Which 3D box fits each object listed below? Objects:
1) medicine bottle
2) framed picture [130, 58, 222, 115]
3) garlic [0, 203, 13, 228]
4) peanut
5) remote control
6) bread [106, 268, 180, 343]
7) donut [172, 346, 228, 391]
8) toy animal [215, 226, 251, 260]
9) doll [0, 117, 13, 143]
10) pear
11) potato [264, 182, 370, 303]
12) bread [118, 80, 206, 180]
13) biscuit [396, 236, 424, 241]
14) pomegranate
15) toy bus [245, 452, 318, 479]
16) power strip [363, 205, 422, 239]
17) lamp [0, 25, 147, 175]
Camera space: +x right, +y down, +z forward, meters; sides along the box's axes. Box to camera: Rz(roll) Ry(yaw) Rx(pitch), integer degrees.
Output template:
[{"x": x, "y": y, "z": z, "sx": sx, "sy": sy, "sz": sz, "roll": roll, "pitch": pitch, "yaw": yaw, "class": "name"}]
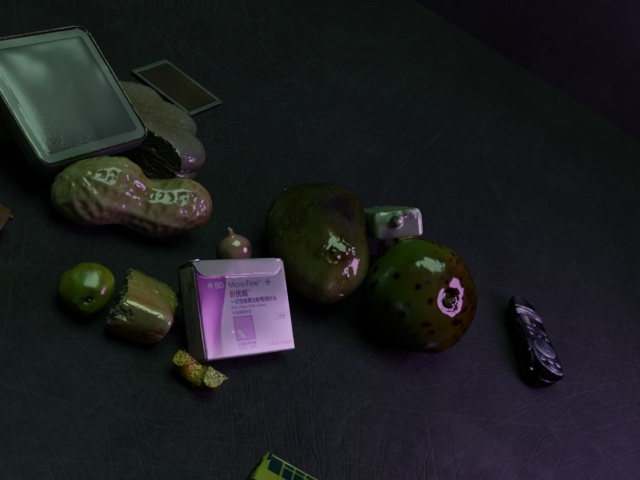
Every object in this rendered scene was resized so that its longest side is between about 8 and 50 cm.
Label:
[{"x": -0.144, "y": 0.118, "z": 1.622, "sx": 0.201, "sy": 0.052, "sz": 0.171, "roll": -1, "pitch": 81, "yaw": -42, "class": "medicine bottle"}, {"x": -0.338, "y": -0.361, "z": 2.226, "sx": 0.183, "sy": 0.011, "sz": 0.142, "roll": 37, "pitch": 33, "yaw": 9, "class": "framed picture"}, {"x": -0.575, "y": -0.017, "z": 1.506, "sx": 0.101, "sy": 0.087, "sz": 0.196, "roll": 38, "pitch": 28, "yaw": -12, "class": "garlic"}, {"x": -0.340, "y": -0.079, "z": 1.728, "sx": 0.298, "sy": 0.136, "sz": 0.120, "roll": 12, "pitch": 27, "yaw": -27, "class": "peanut"}, {"x": 0.454, "y": 0.219, "z": 2.046, "sx": 0.090, "sy": 0.066, "sz": 0.266, "roll": 33, "pitch": 26, "yaw": -23, "class": "remote control"}, {"x": -0.294, "y": 0.116, "z": 1.558, "sx": 0.106, "sy": 0.082, "sz": 0.125, "roll": 33, "pitch": 21, "yaw": -15, "class": "bread"}, {"x": -0.200, "y": 0.211, "z": 1.519, "sx": 0.083, "sy": 0.067, "sz": 0.038, "roll": 55, "pitch": 46, "yaw": -21, "class": "donut"}, {"x": -0.152, "y": 0.050, "z": 1.729, "sx": 0.083, "sy": 0.089, "sz": 0.150, "roll": -24, "pitch": 98, "yaw": -52, "class": "toy animal"}, {"x": -0.588, "y": -0.235, "z": 1.769, "sx": 0.154, "sy": 0.113, "sz": 0.275, "roll": 21, "pitch": 31, "yaw": 28, "class": "doll"}, {"x": -0.376, "y": 0.079, "z": 1.532, "sx": 0.092, "sy": 0.092, "sz": 0.097, "roll": 4, "pitch": 41, "yaw": -35, "class": "pear"}, {"x": 0.000, "y": 0.000, "z": 1.860, "sx": 0.210, "sy": 0.173, "sz": 0.307, "roll": 16, "pitch": 32, "yaw": -21, "class": "potato"}, {"x": -0.371, "y": -0.243, "z": 1.963, "sx": 0.337, "sy": 0.102, "sz": 0.183, "roll": 36, "pitch": 30, "yaw": 11, "class": "bread"}, {"x": 0.215, "y": 0.019, "z": 2.152, "sx": 0.081, "sy": 0.018, "sz": 0.083, "roll": 12, "pitch": 36, "yaw": -27, "class": "biscuit"}, {"x": 0.196, "y": 0.106, "z": 1.872, "sx": 0.230, "sy": 0.231, "sz": 0.286, "roll": 28, "pitch": 5, "yaw": -4, "class": "pomegranate"}, {"x": -0.038, "y": 0.393, "z": 1.380, "sx": 0.175, "sy": 0.088, "sz": 0.101, "roll": 31, "pitch": 31, "yaw": -4, "class": "toy bus"}, {"x": 0.136, "y": -0.039, "z": 1.966, "sx": 0.098, "sy": 0.058, "sz": 0.338, "roll": -6, "pitch": 4, "yaw": -7, "class": "power strip"}, {"x": -0.481, "y": -0.268, "z": 1.759, "sx": 0.266, "sy": 0.047, "sz": 0.269, "roll": -26, "pitch": 84, "yaw": -47, "class": "lamp"}]
